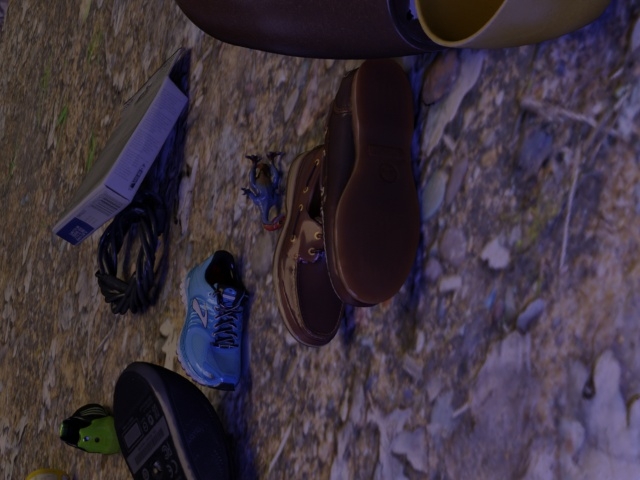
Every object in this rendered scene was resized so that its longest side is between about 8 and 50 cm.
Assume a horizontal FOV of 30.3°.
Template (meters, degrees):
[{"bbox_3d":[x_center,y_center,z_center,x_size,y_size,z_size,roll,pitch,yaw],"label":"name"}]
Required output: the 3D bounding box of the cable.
[{"bbox_3d":[-0.240,0.022,1.506,0.184,0.047,0.150,-28,62,55],"label":"cable"}]

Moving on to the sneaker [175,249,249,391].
[{"bbox_3d":[-0.105,0.077,1.189,0.073,0.063,0.162,-51,39,40],"label":"sneaker"}]

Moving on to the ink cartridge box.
[{"bbox_3d":[-0.246,-0.116,1.516,0.223,0.045,0.224,-27,34,59],"label":"ink cartridge box"}]

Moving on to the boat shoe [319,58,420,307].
[{"bbox_3d":[0.036,-0.041,0.940,0.073,0.073,0.207,-34,45,58],"label":"boat shoe"}]

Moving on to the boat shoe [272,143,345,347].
[{"bbox_3d":[0.000,0.000,0.999,0.060,0.064,0.178,-30,53,60],"label":"boat shoe"}]

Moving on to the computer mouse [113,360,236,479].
[{"bbox_3d":[-0.125,0.242,1.153,0.188,0.072,0.272,-44,62,46],"label":"computer mouse"}]

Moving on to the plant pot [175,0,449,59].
[{"bbox_3d":[0.022,-0.226,0.906,0.230,0.215,0.215,33,111,48],"label":"plant pot"}]

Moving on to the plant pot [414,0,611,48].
[{"bbox_3d":[0.135,-0.179,0.754,0.134,0.095,0.134,-32,53,56],"label":"plant pot"}]

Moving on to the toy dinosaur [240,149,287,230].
[{"bbox_3d":[-0.049,-0.047,1.166,0.090,0.047,0.082,58,-153,-80],"label":"toy dinosaur"}]

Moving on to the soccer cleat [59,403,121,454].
[{"bbox_3d":[-0.303,0.240,1.516,0.179,0.072,0.060,-4,78,63],"label":"soccer cleat"}]

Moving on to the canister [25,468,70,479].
[{"bbox_3d":[-0.364,0.404,1.585,0.126,0.073,0.170,-69,27,21],"label":"canister"}]
